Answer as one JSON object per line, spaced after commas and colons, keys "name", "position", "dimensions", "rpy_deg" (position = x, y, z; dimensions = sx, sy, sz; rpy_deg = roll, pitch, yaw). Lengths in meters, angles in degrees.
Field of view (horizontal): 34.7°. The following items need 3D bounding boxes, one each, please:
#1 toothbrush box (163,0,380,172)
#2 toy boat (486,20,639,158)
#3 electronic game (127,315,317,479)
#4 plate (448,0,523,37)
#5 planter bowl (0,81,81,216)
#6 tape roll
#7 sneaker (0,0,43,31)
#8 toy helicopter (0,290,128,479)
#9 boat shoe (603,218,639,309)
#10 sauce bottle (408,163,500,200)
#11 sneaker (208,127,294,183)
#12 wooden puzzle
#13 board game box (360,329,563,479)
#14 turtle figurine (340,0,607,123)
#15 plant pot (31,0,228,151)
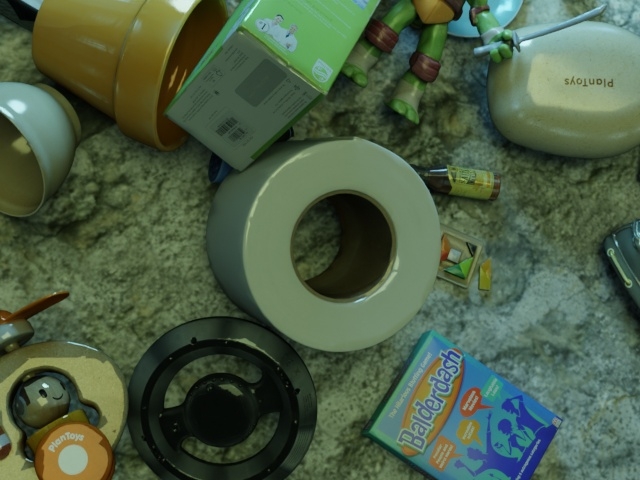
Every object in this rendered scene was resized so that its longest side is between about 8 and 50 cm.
{"name": "toothbrush box", "position": [-0.037, -0.249, 1.200], "dimensions": [0.122, 0.206, 0.283], "rpy_deg": [36, 53, -15]}
{"name": "toy boat", "position": [0.364, -0.269, 1.425], "dimensions": [0.268, 0.148, 0.318], "rpy_deg": [6, 84, -5]}
{"name": "electronic game", "position": [-0.118, 0.202, 1.225], "dimensions": [0.229, 0.048, 0.229], "rpy_deg": [0, 100, 1]}
{"name": "plate", "position": [0.201, -0.374, 1.460], "dimensions": [0.188, 0.024, 0.188], "rpy_deg": [2, 79, -11]}
{"name": "planter bowl", "position": [-0.359, -0.125, 1.232], "dimensions": [0.162, 0.162, 0.109], "rpy_deg": [43, 47, -1]}
{"name": "tape roll", "position": [0.000, 0.000, 1.230], "dimensions": [0.246, 0.169, 0.246], "rpy_deg": [-2, 95, -20]}
{"name": "sneaker", "position": [-0.389, -0.371, 1.255], "dimensions": [0.086, 0.226, 0.163], "rpy_deg": [3, 76, 33]}
{"name": "toy helicopter", "position": [-0.398, 0.182, 1.161], "dimensions": [0.355, 0.140, 0.234], "rpy_deg": [-2, 77, -10]}
{"name": "boat shoe", "position": [0.486, 0.111, 1.384], "dimensions": [0.109, 0.091, 0.305], "rpy_deg": [-21, 84, -53]}
{"name": "sauce bottle", "position": [0.178, -0.081, 1.384], "dimensions": [0.128, 0.042, 0.042], "rpy_deg": [7, 77, -12]}
{"name": "sneaker", "position": [-0.077, -0.167, 1.336], "dimensions": [0.090, 0.081, 0.232], "rpy_deg": [19, 74, -22]}
{"name": "wooden puzzle", "position": [0.181, 0.021, 1.378], "dimensions": [0.116, 0.014, 0.078], "rpy_deg": [16, 75, -8]}
{"name": "board game box", "position": [0.182, 0.239, 1.314], "dimensions": [0.210, 0.047, 0.160], "rpy_deg": [34, 74, -2]}
{"name": "turtle figurine", "position": [0.157, -0.286, 1.306], "dimensions": [0.275, 0.198, 0.266], "rpy_deg": [40, 99, 35]}
{"name": "plant pot", "position": [-0.241, -0.235, 1.261], "dimensions": [0.188, 0.205, 0.205], "rpy_deg": [20, 74, 9]}
